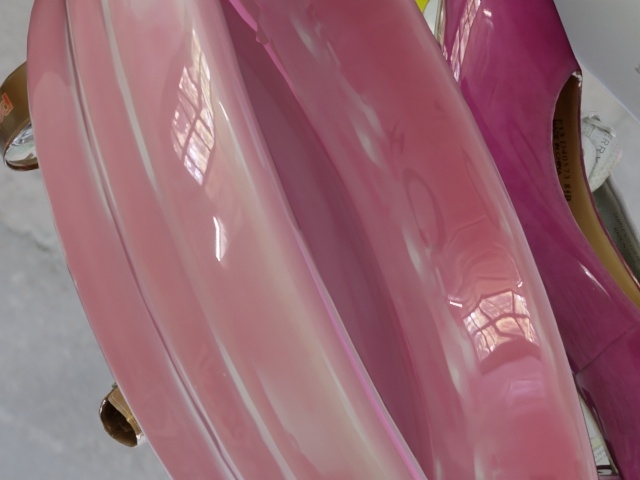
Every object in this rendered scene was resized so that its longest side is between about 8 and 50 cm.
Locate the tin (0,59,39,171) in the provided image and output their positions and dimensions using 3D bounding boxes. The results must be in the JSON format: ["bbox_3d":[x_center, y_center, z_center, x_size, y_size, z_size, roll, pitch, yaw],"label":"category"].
[{"bbox_3d":[-0.120,-0.098,1.080,0.189,0.040,0.106,-26,162,-39],"label":"tin"}]

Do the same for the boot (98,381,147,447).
[{"bbox_3d":[-0.069,0.082,1.222,0.152,0.073,0.197,-30,171,-23],"label":"boot"}]

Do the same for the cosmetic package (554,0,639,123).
[{"bbox_3d":[0.256,-0.331,1.015,0.327,0.394,0.329,45,132,-6],"label":"cosmetic package"}]

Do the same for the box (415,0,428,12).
[{"bbox_3d":[0.036,-0.228,1.542,0.177,0.279,0.290,-18,93,4],"label":"box"}]

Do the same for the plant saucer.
[{"bbox_3d":[0.000,0.000,0.622,0.084,0.332,0.332,-24,136,16],"label":"plant saucer"}]

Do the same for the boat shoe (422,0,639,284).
[{"bbox_3d":[0.162,-0.055,1.211,0.277,0.096,0.098,59,42,-22],"label":"boat shoe"}]

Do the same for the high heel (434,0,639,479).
[{"bbox_3d":[0.167,0.004,0.908,0.181,0.127,0.377,-9,94,20],"label":"high heel"}]

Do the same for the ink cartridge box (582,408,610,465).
[{"bbox_3d":[0.220,0.183,1.639,0.231,0.078,0.134,33,119,-33],"label":"ink cartridge box"}]
